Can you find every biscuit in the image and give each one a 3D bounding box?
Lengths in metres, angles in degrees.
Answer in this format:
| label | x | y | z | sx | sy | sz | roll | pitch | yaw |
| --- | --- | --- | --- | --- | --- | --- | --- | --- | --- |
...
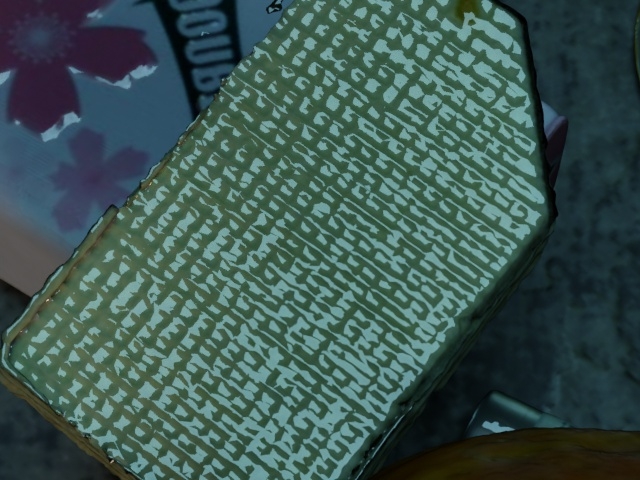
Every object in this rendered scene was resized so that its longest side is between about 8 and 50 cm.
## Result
| label | x | y | z | sx | sy | sz | roll | pitch | yaw |
| --- | --- | --- | --- | --- | --- | --- | --- | --- | --- |
| biscuit | 0.000 | 0.000 | 0.805 | 0.150 | 0.052 | 0.252 | 35 | 76 | 11 |

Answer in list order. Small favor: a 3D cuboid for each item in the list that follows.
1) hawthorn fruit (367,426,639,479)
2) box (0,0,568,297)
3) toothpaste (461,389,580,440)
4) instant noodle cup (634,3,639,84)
| label | x | y | z | sx | sy | sz | roll | pitch | yaw |
| --- | --- | --- | --- | --- | --- | --- | --- | --- | --- |
| hawthorn fruit | 0.117 | 0.196 | 0.714 | 0.298 | 0.277 | 0.277 | -12 | 63 | -18 |
| box | -0.090 | -0.062 | 0.923 | 0.369 | 0.112 | 0.190 | 29 | 64 | 13 |
| toothpaste | 0.172 | 0.134 | 0.866 | 0.239 | 0.039 | 0.062 | 26 | 69 | 10 |
| instant noodle cup | 0.266 | -0.131 | 0.933 | 0.215 | 0.172 | 0.216 | 1 | 61 | -1 |
